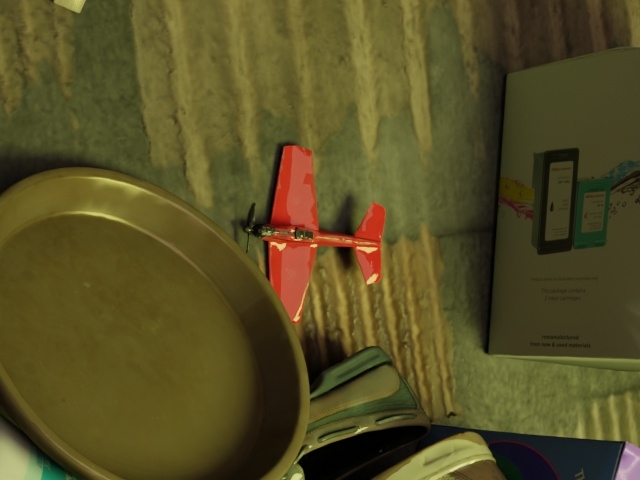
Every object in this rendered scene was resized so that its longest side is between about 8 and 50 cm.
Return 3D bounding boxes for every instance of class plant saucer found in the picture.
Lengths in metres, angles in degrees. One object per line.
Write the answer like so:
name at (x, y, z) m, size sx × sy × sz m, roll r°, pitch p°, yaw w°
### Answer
plant saucer at (-0.128, 0.070, 0.993) m, size 0.277 × 0.041 × 0.278 m, roll 27°, pitch 41°, yaw -26°

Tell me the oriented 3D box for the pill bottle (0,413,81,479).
pill bottle at (-0.177, 0.243, 0.952) m, size 0.264 × 0.146 × 0.146 m, roll 46°, pitch 62°, yaw -26°

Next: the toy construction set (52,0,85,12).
toy construction set at (-0.241, -0.199, 0.923) m, size 0.309 × 0.257 × 0.237 m, roll 10°, pitch 108°, yaw -58°

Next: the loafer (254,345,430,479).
loafer at (-0.020, 0.172, 1.092) m, size 0.267 × 0.096 × 0.084 m, roll -31°, pitch 66°, yaw -36°

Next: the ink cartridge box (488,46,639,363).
ink cartridge box at (0.295, -0.019, 1.287) m, size 0.198 × 0.197 × 0.270 m, roll 10°, pitch 82°, yaw -35°

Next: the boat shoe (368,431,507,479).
boat shoe at (0.028, 0.255, 1.083) m, size 0.285 × 0.092 × 0.103 m, roll -31°, pitch 144°, yaw -13°

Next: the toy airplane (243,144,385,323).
toy airplane at (0.000, 0.000, 1.171) m, size 0.151 × 0.028 × 0.151 m, roll 1°, pitch 89°, yaw -36°

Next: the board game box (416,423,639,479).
board game box at (0.134, 0.328, 1.126) m, size 0.078 × 0.233 × 0.347 m, roll 30°, pitch 71°, yaw -32°
